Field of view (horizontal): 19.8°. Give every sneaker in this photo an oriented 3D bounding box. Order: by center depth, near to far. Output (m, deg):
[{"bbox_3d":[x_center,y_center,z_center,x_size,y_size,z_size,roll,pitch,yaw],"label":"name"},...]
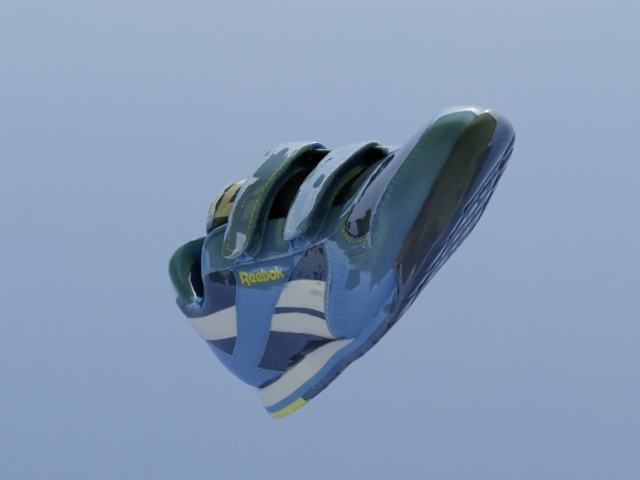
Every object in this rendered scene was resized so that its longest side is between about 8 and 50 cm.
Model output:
[{"bbox_3d":[0.000,0.000,0.492,0.059,0.144,0.053,44,-127,-1],"label":"sneaker"}]
